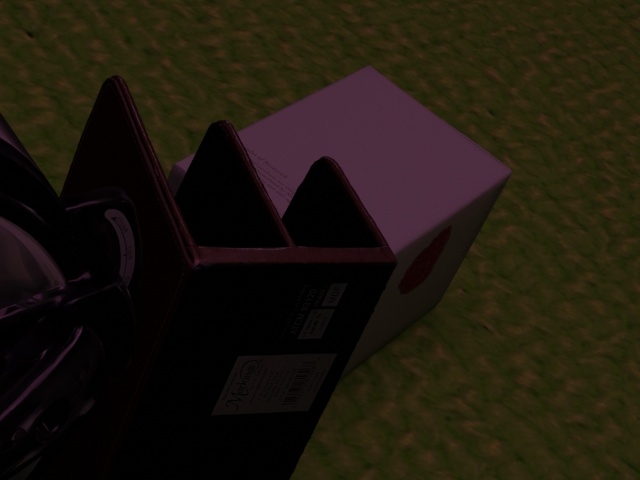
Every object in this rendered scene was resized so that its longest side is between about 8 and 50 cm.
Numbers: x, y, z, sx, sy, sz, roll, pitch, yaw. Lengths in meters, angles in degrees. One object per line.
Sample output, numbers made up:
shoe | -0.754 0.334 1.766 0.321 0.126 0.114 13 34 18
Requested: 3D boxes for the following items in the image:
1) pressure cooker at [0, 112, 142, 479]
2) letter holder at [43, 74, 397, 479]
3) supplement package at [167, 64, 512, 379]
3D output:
pressure cooker | -0.333 0.027 0.976 0.375 0.370 0.420 29 16 -48
letter holder | -0.102 0.054 1.159 0.152 0.302 0.214 0 43 -30
supplement package | 0.000 0.000 1.389 0.175 0.177 0.293 38 39 16
